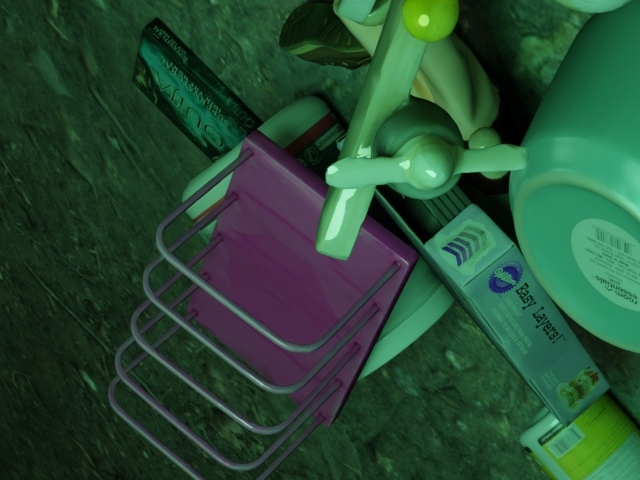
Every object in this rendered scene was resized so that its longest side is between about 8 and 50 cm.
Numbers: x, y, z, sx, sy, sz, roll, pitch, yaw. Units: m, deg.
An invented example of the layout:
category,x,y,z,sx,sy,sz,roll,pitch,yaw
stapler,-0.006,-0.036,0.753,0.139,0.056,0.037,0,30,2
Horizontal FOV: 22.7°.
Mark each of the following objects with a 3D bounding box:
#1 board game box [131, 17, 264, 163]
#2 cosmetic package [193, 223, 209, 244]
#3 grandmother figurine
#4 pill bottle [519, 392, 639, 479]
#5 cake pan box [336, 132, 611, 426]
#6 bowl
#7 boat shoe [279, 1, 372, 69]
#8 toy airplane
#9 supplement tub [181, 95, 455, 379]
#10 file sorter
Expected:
category,x,y,z,sx,sy,sz,roll,pitch,yaw
board game box,-0.149,-0.165,1.909,0.186,0.026,0.126,45,153,10
cosmetic package,-0.021,0.029,1.854,0.238,0.127,0.107,49,154,-3
grandmother figurine,0.127,-0.117,1.413,0.104,0.208,0.342,-21,127,20
pill bottle,0.302,0.240,1.656,0.184,0.103,0.103,48,153,3
cake pan box,0.141,0.021,1.494,0.267,0.070,0.246,50,180,-43
bowl,0.274,-0.026,1.291,0.311,0.163,0.311,37,150,26
boat shoe,0.031,-0.201,1.560,0.060,0.064,0.178,29,168,-32
toy airplane,0.097,-0.219,1.073,0.272,0.384,0.386,21,143,13
supplement tub,0.000,0.000,1.709,0.272,0.191,0.191,52,153,-4
file sorter,-0.073,0.087,1.550,0.202,0.182,0.290,38,140,13
